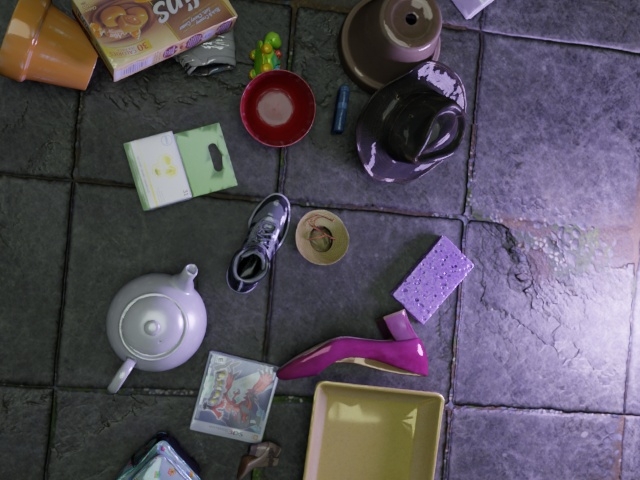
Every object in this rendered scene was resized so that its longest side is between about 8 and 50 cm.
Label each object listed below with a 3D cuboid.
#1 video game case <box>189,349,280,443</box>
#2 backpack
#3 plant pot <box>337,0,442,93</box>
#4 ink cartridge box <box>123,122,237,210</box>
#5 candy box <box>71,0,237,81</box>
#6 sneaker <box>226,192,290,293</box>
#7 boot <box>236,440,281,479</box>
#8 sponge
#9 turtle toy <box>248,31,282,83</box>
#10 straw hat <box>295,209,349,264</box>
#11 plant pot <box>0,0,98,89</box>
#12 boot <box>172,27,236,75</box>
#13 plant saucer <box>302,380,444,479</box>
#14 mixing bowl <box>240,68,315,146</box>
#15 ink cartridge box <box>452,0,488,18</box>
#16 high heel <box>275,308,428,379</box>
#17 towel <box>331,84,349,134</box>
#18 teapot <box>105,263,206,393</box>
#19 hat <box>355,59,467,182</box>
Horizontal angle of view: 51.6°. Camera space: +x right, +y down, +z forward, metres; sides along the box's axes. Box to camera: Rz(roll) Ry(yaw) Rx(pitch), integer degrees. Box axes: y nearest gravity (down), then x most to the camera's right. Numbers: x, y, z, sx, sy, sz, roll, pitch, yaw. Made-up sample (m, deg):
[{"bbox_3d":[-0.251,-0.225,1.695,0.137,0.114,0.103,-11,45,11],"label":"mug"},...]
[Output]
[{"bbox_3d":[-0.212,0.391,1.649,0.183,0.023,0.201,15,88,-9],"label":"video game case"},{"bbox_3d":[-0.394,0.578,1.563,0.188,0.144,0.166,-39,101,-4],"label":"backpack"},{"bbox_3d":[0.192,-0.501,1.609,0.263,0.229,0.263,0,90,-10],"label":"plant pot"},{"bbox_3d":[-0.338,-0.183,1.615,0.235,0.056,0.171,-17,92,-6],"label":"ink cartridge box"},{"bbox_3d":[-0.371,-0.512,1.496,0.316,0.087,0.183,-31,94,-20],"label":"candy box"},{"bbox_3d":[-0.141,0.008,1.594,0.101,0.153,0.268,26,86,-8],"label":"sneaker"},{"bbox_3d":[-0.150,0.552,1.651,0.087,0.042,0.118,16,111,-25],"label":"boot"},{"bbox_3d":[0.290,0.102,1.723,0.117,0.031,0.210,43,83,-7],"label":"sponge"},{"bbox_3d":[-0.129,-0.452,1.635,0.066,0.095,0.130,4,90,-30],"label":"turtle toy"},{"bbox_3d":[0.000,0.000,1.663,0.144,0.061,0.144,3,72,-10],"label":"straw hat"},{"bbox_3d":[-0.609,-0.439,1.513,0.188,0.205,0.205,20,87,-24],"label":"plant pot"},{"bbox_3d":[-0.331,-0.459,1.593,0.258,0.095,0.123,-7,84,-10],"label":"boot"},{"bbox_3d":[0.124,0.527,1.673,0.333,0.081,0.332,8,88,-9],"label":"plant saucer"},{"bbox_3d":[-0.108,-0.324,1.619,0.181,0.098,0.181,-2,103,-9],"label":"mixing bowl"},{"bbox_3d":[0.385,-0.748,1.694,0.201,0.117,0.278,-40,96,-7],"label":"ink cartridge box"},{"bbox_3d":[0.086,0.315,1.638,0.377,0.127,0.181,-21,83,-12],"label":"high heel"},{"bbox_3d":[0.052,-0.327,1.668,0.029,0.067,0.119,10,88,-7],"label":"towel"},{"bbox_3d":[-0.388,0.199,1.540,0.253,0.187,0.256,-11,93,-8],"label":"teapot"},{"bbox_3d":[0.256,-0.257,1.603,0.331,0.134,0.331,-17,128,-23],"label":"hat"}]
